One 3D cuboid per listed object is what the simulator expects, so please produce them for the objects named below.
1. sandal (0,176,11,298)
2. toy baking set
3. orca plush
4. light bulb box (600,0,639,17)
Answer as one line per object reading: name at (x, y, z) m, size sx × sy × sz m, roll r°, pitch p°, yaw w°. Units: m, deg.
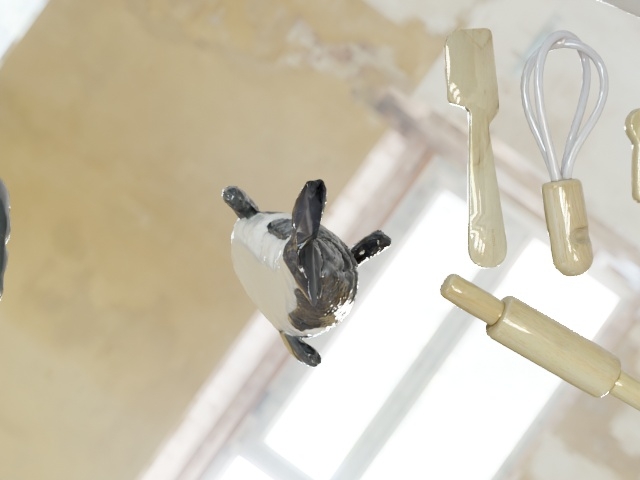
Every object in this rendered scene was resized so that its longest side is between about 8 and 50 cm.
sandal at (-0.230, 0.091, 0.727) m, size 0.107 × 0.167 × 0.446 m, roll 16°, pitch 145°, yaw -20°
toy baking set at (0.161, -0.015, 1.172) m, size 0.256 × 0.197 × 0.030 m, roll 25°, pitch 172°, yaw -14°
orca plush at (0.000, 0.000, 1.454) m, size 0.151 × 0.102 × 0.287 m, roll 61°, pitch 170°, yaw 13°
light bulb box at (0.234, -0.263, 0.737) m, size 0.358 × 0.361 × 0.225 m, roll 20°, pitch 158°, yaw -16°
